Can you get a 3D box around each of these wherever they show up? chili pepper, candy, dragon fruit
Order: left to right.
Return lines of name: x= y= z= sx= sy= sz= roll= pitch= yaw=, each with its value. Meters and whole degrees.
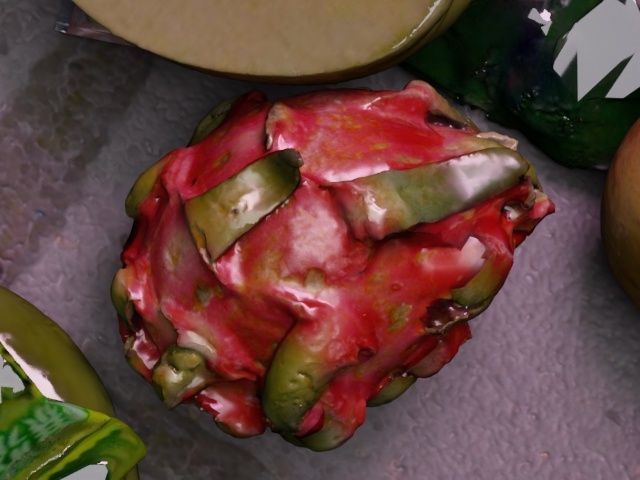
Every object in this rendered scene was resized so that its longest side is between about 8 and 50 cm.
candy: x=-0.240 y=0.090 z=1.258 sx=0.149 sy=0.069 sz=0.246 roll=-38 pitch=91 yaw=-18
dragon fruit: x=0.004 y=0.010 z=1.323 sx=0.303 sy=0.231 sz=0.237 roll=-25 pitch=113 yaw=0
chili pepper: x=0.161 y=-0.148 z=1.425 sx=0.264 sy=0.116 sz=0.148 roll=35 pitch=84 yaw=-4

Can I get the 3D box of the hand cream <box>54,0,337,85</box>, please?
hand cream: x=-0.084 y=-0.155 z=1.429 sx=0.210 sy=0.043 sz=0.067 roll=16 pitch=81 yaw=-2

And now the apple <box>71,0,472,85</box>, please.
apple: x=-0.014 y=-0.274 z=1.308 sx=0.360 sy=0.320 sz=0.312 roll=40 pitch=45 yaw=16

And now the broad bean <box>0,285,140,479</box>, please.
broad bean: x=-0.251 y=0.155 z=1.335 sx=0.238 sy=0.119 sz=0.291 roll=-42 pitch=92 yaw=-11

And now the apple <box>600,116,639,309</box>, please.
apple: x=0.327 y=-0.031 z=1.376 sx=0.261 sy=0.261 sz=0.194 roll=-33 pitch=66 yaw=-10
